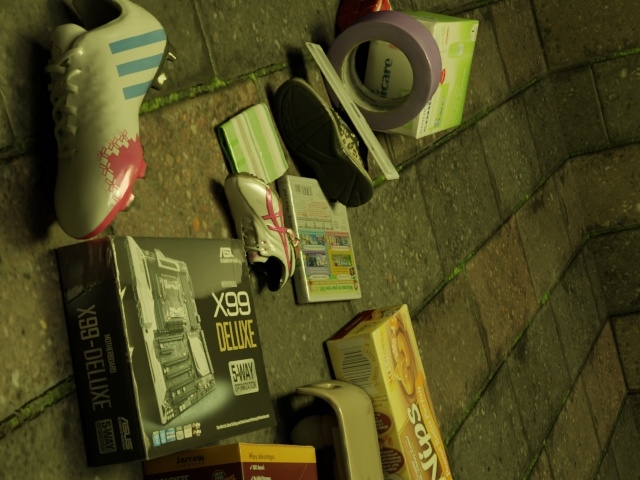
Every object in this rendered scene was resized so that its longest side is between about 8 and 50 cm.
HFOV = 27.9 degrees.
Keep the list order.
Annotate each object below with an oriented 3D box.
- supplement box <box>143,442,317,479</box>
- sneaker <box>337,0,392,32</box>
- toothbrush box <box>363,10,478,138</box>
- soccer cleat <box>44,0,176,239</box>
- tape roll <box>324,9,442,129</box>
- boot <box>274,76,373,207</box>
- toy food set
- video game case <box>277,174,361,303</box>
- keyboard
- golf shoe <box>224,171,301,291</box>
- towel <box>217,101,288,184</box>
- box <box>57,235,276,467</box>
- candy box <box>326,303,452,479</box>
[{"bbox_3d":[-0.095,0.340,1.498,0.191,0.129,0.194,20,61,-62],"label":"supplement box"},{"bbox_3d":[0.099,-0.401,2.347,0.128,0.087,0.221,57,32,-37],"label":"sneaker"},{"bbox_3d":[0.182,-0.309,2.363,0.283,0.122,0.206,-22,123,-65],"label":"toothbrush box"},{"bbox_3d":[-0.258,-0.149,1.417,0.143,0.116,0.331,40,39,-32],"label":"soccer cleat"},{"bbox_3d":[0.106,-0.287,2.177,0.189,0.189,0.080,70,25,-18],"label":"tape roll"},{"bbox_3d":[0.009,-0.184,2.056,0.236,0.085,0.178,54,21,-24],"label":"boot"},{"bbox_3d":[0.027,0.354,1.844,0.220,0.092,0.306,16,66,-77],"label":"toy food set"},{"bbox_3d":[0.000,0.000,2.008,0.212,0.023,0.193,3,77,-67],"label":"video game case"},{"bbox_3d":[0.051,-0.207,2.060,0.256,0.014,0.072,59,11,6],"label":"keyboard"},{"bbox_3d":[-0.081,-0.013,1.775,0.186,0.067,0.086,60,31,-36],"label":"golf shoe"},{"bbox_3d":[-0.100,-0.130,1.855,0.152,0.023,0.113,-41,114,-61],"label":"towel"},{"bbox_3d":[-0.170,0.120,1.498,0.307,0.076,0.242,3,76,-66],"label":"box"},{"bbox_3d":[0.114,0.278,2.049,0.183,0.087,0.316,-29,106,-66],"label":"candy box"}]
